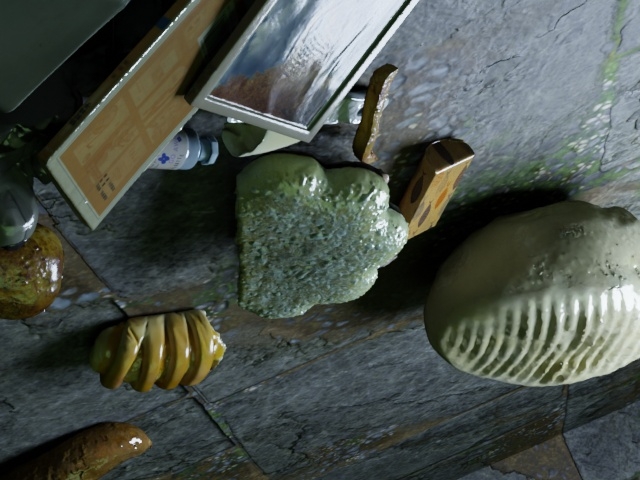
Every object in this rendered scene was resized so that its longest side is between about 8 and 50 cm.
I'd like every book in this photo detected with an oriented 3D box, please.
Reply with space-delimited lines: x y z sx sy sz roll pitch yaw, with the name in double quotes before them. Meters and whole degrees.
"book" -0.139 -0.128 1.071 0.241 0.018 0.170 -50 167 -13

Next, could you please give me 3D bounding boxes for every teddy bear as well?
"teddy bear" -0.269 -0.079 1.069 0.171 0.144 0.251 -29 162 -25

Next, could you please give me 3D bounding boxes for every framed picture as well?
"framed picture" 0.007 -0.202 1.128 0.250 0.016 0.184 -51 149 17

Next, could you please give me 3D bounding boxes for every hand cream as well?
"hand cream" -0.181 -0.094 1.231 0.171 0.043 0.065 2 140 -35

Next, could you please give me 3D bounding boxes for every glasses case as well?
"glasses case" 0.135 -0.064 1.574 0.065 0.041 0.170 -25 158 -26

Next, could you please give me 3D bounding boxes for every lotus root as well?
"lotus root" -0.350 0.026 1.270 0.191 0.094 0.108 6 110 -37

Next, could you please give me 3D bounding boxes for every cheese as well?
"cheese" -0.011 -0.139 1.281 0.235 0.049 0.127 -9 146 -48

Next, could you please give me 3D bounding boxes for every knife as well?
"knife" -0.162 -0.186 1.090 0.060 0.028 0.230 -27 156 -24

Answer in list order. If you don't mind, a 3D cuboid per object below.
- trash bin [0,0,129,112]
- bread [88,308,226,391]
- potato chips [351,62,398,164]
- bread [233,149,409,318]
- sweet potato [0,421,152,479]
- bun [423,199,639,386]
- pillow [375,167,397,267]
"trash bin" -0.277 -0.198 0.845 0.164 0.122 0.241 -37 151 29
"bread" -0.216 0.151 1.649 0.177 0.084 0.119 -4 149 -29
"potato chips" 0.056 -0.127 1.326 0.037 0.026 0.204 -39 164 -18
"bread" 0.000 0.000 1.434 0.207 0.056 0.286 -7 144 -4
"sweet potato" -0.422 0.372 1.897 0.342 0.092 0.114 -28 172 12
"bun" 0.322 0.067 1.792 0.362 0.234 0.326 -14 152 17
"pillow" 0.009 -0.002 1.556 0.173 0.067 0.270 -17 155 0
